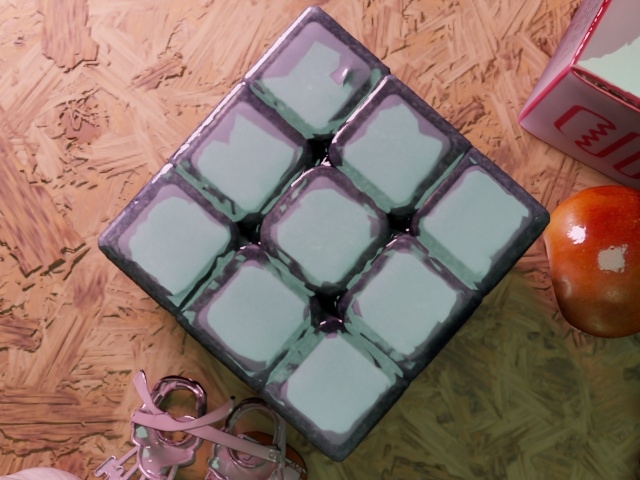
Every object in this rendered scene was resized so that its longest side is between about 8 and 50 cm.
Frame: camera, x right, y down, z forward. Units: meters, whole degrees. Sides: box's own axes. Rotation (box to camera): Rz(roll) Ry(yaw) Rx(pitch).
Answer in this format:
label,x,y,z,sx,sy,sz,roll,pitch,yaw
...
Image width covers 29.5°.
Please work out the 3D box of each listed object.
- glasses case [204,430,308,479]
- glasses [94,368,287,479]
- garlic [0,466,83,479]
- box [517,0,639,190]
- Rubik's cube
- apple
label,x,y,z,sx,sy,sz,roll,pitch,yaw
glasses case,-0.106,0.330,1.292,0.103,0.067,0.267,27,84,10
glasses,-0.135,0.226,1.247,0.255,0.095,0.162,9,80,36
garlic,-0.338,0.320,1.255,0.212,0.218,0.219,23,84,38
box,0.416,-0.197,1.227,0.300,0.312,0.314,30,86,2
Rubik's cube,0.000,0.000,1.205,0.305,0.301,0.304,40,86,3
apple,0.310,0.020,1.285,0.139,0.163,0.163,-12,86,9
